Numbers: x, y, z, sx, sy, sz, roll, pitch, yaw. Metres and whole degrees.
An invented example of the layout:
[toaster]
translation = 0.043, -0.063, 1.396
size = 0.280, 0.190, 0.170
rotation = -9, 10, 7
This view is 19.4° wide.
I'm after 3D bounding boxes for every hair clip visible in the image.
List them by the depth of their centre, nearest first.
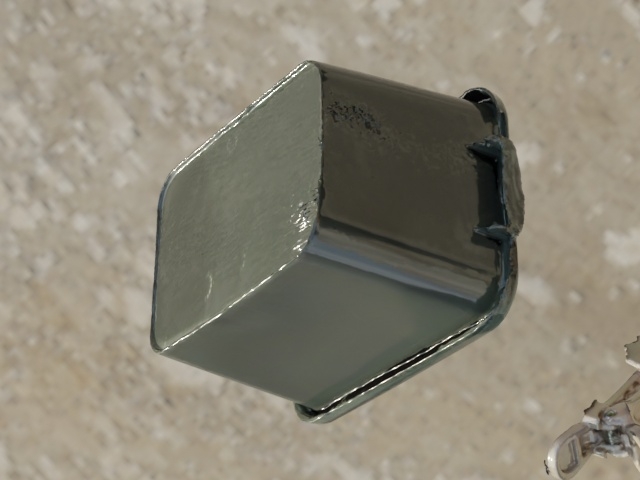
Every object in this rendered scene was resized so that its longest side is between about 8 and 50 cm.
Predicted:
[hair clip]
translation = 0.223, 0.088, 1.245
size = 0.072, 0.226, 0.034
rotation = 2, 120, 31

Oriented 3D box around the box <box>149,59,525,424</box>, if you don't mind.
[box]
translation = 0.000, 0.000, 0.583
size = 0.069, 0.084, 0.122
rotation = 16, 148, -30
